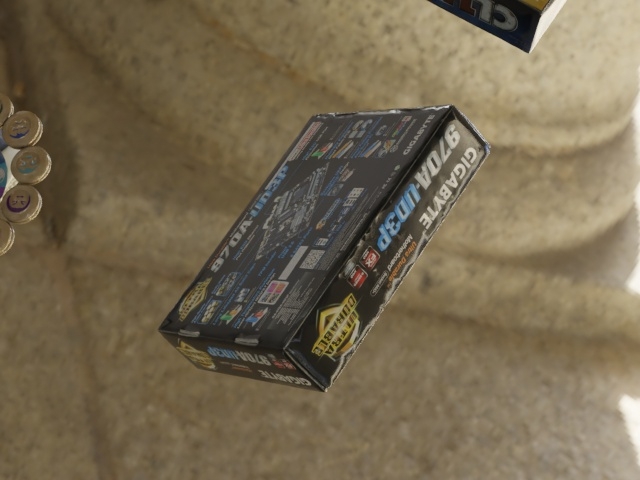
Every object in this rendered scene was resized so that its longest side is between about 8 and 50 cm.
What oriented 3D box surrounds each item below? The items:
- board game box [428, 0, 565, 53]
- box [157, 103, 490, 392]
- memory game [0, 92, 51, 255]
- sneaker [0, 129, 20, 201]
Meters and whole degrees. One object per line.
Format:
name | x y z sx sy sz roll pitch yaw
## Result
board game box | 0.063 -0.235 0.910 0.243 0.042 0.165 31 64 12
box | 0.000 0.000 1.068 0.051 0.175 0.220 46 67 -27
memory game | -0.328 -0.053 1.326 0.186 0.186 0.012 44 -7 26
sneaker | -0.525 -0.038 1.921 0.148 0.350 0.131 43 20 -5
